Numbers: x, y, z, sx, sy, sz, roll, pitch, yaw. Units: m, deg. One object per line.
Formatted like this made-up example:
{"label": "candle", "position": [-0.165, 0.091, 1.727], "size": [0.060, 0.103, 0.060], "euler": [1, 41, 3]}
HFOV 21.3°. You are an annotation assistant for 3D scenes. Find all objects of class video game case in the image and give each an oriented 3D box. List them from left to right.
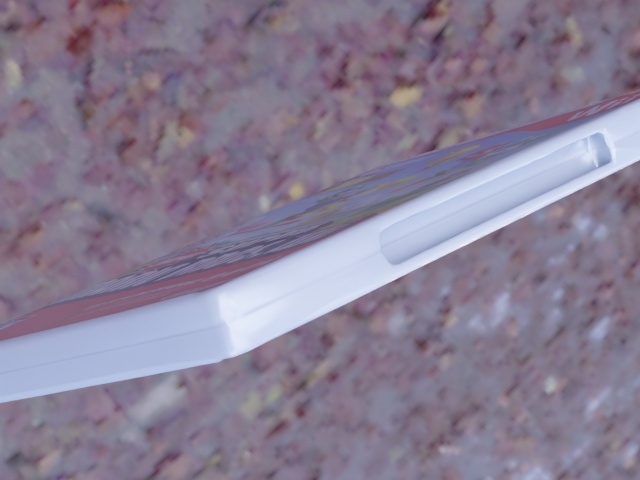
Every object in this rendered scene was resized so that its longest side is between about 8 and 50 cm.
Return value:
{"label": "video game case", "position": [0.000, 0.000, 0.689], "size": [0.285, 0.204, 0.025], "euler": [-24, 96, -43]}
